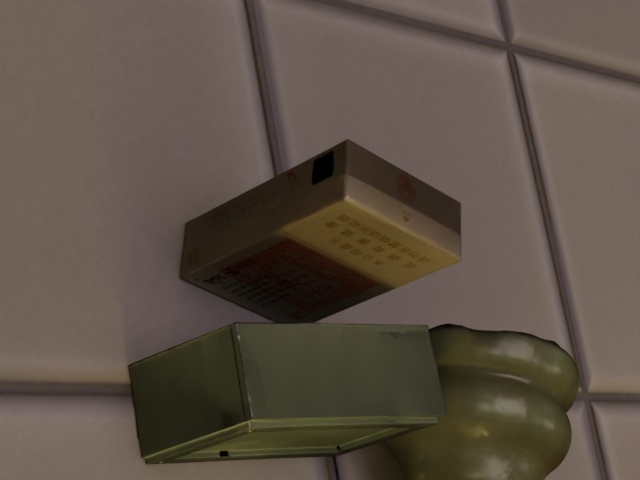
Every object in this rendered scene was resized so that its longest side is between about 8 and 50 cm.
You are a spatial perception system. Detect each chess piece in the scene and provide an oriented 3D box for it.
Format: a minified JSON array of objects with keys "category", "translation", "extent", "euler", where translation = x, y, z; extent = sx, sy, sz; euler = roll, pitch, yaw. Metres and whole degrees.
[{"category":"chess piece","translation":[0.127,0.256,1.418],"extent":[0.182,0.182,0.330],"euler":[26,59,-36]}]

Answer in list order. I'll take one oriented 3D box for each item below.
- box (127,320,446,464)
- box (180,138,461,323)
[{"category":"box","translation":[-0.024,0.123,1.338],"extent":[0.225,0.129,0.086],"euler":[5,69,-45]},{"category":"box","translation":[0.000,0.000,1.369],"extent":[0.141,0.201,0.058],"euler":[28,53,-37]}]
